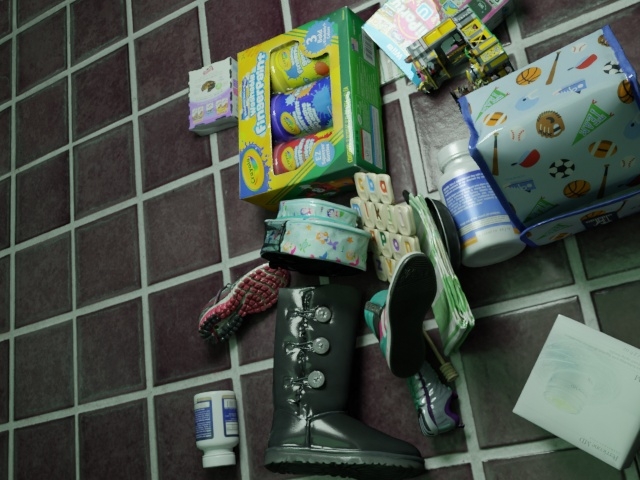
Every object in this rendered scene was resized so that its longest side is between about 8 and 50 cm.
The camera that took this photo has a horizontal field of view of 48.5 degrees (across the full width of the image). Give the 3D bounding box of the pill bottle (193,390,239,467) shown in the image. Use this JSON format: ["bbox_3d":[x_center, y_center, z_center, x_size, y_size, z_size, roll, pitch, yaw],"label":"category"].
[{"bbox_3d":[-0.271,0.494,1.860,0.112,0.112,0.186,-16,69,27],"label":"pill bottle"}]

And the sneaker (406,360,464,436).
[{"bbox_3d":[0.256,0.335,1.628,0.098,0.083,0.223,-9,60,-6],"label":"sneaker"}]

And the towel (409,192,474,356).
[{"bbox_3d":[0.253,0.080,1.591,0.038,0.248,0.324,-16,67,-6],"label":"towel"}]

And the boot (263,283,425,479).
[{"bbox_3d":[0.064,0.323,1.689,0.367,0.146,0.444,5,58,0],"label":"boot"}]

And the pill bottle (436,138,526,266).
[{"bbox_3d":[0.355,-0.089,1.618,0.152,0.152,0.271,-22,67,24],"label":"pill bottle"}]

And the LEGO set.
[{"bbox_3d":[0.329,-0.339,1.584,0.192,0.331,0.254,-33,54,15],"label":"LEGO set"}]

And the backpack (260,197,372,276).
[{"bbox_3d":[0.000,0.000,1.735,0.254,0.225,0.191,8,84,58],"label":"backpack"}]

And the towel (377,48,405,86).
[{"bbox_3d":[0.161,-0.468,1.909,0.152,0.023,0.113,-20,69,25],"label":"towel"}]

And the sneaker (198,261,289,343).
[{"bbox_3d":[-0.218,0.146,1.924,0.299,0.121,0.112,-36,31,9],"label":"sneaker"}]

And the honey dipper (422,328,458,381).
[{"bbox_3d":[0.266,0.256,1.655,0.030,0.030,0.160,-41,57,15],"label":"honey dipper"}]

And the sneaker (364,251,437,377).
[{"bbox_3d":[0.177,0.136,1.586,0.178,0.124,0.295,-123,34,-62],"label":"sneaker"}]

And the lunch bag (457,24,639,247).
[{"bbox_3d":[0.508,-0.162,1.420,0.328,0.385,0.238,-22,39,24],"label":"lunch bag"}]

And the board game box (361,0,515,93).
[{"bbox_3d":[0.292,-0.556,1.775,0.303,0.097,0.224,-43,78,16],"label":"board game box"}]

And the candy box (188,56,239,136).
[{"bbox_3d":[-0.317,-0.435,2.156,0.165,0.070,0.196,-11,72,28],"label":"candy box"}]

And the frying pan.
[{"bbox_3d":[0.264,-0.014,1.655,0.053,0.326,0.197,-13,100,-3],"label":"frying pan"}]

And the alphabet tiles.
[{"bbox_3d":[0.152,-0.026,1.679,0.284,0.021,0.277,18,124,66],"label":"alphabet tiles"}]

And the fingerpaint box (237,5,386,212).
[{"bbox_3d":[-0.034,-0.337,1.892,0.371,0.163,0.444,-12,71,33],"label":"fingerpaint box"}]

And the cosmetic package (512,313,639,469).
[{"bbox_3d":[0.544,0.299,1.414,0.224,0.138,0.224,25,92,33],"label":"cosmetic package"}]
